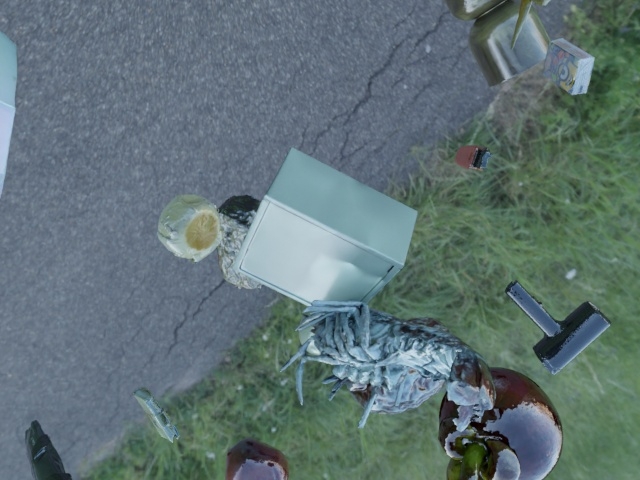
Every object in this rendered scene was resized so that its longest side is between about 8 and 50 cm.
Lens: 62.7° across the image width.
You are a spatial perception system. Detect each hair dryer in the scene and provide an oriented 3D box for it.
[{"bbox_3d":[0.581,0.196,1.351,0.251,0.089,0.197,42,109,2],"label":"hair dryer"}]

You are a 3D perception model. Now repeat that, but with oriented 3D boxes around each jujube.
[{"bbox_3d":[0.211,0.318,1.354,0.317,0.226,0.226,-10,137,-38],"label":"jujube"}]

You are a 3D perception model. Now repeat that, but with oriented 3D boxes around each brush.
[{"bbox_3d":[0.439,-0.247,1.552,0.051,0.323,0.070,10,100,1],"label":"brush"}]

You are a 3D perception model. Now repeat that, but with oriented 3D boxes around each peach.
[{"bbox_3d":[-0.154,0.533,1.212,0.152,0.152,0.152,-7,132,-8],"label":"peach"}]

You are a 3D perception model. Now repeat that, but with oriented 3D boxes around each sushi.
[{"bbox_3d":[-0.251,0.018,1.772,0.211,0.171,0.350,9,132,13],"label":"sushi"}]

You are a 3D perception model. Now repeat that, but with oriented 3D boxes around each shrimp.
[{"bbox_3d":[0.079,0.171,0.776,0.410,0.166,0.221,-8,120,47],"label":"shrimp"}]

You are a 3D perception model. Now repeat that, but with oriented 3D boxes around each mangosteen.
[{"bbox_3d":[0.297,0.348,0.917,0.257,0.215,0.215,-36,147,-42],"label":"mangosteen"}]

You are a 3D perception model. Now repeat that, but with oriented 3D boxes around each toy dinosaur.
[{"bbox_3d":[0.332,-0.403,0.841,0.039,0.126,0.162,18,126,-39],"label":"toy dinosaur"}]

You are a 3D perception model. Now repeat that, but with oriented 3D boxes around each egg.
[{"bbox_3d":[0.011,0.199,1.238,0.114,0.114,0.152,22,103,-29],"label":"egg"}]

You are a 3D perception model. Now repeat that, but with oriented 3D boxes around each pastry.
[{"bbox_3d":[-0.309,-0.032,1.262,0.166,0.088,0.166,-29,133,-37],"label":"pastry"}]

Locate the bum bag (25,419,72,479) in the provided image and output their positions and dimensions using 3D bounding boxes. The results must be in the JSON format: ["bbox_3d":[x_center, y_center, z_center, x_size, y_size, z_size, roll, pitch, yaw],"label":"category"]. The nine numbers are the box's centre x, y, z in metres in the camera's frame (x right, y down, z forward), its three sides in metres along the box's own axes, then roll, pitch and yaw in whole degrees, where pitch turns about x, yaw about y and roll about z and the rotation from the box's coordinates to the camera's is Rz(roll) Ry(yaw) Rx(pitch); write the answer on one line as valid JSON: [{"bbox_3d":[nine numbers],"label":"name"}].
[{"bbox_3d":[-0.432,0.368,0.840,0.049,0.198,0.087,-7,123,-43],"label":"bum bag"}]

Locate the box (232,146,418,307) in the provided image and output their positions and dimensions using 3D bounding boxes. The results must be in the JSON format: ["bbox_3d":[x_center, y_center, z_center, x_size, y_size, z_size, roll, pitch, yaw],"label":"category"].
[{"bbox_3d":[0.000,0.000,0.862,0.225,0.117,0.225,27,142,-6],"label":"box"}]

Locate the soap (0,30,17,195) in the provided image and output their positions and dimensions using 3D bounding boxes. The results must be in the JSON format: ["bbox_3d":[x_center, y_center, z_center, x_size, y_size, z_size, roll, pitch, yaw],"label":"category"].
[{"bbox_3d":[-0.435,-0.073,0.498,0.347,0.115,0.208,-38,139,21],"label":"soap"}]

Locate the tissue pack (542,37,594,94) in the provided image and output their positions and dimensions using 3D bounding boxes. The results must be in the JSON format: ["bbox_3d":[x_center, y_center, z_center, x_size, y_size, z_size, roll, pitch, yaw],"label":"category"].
[{"bbox_3d":[0.399,-0.281,0.851,0.035,0.083,0.063,-17,133,-7],"label":"tissue pack"}]

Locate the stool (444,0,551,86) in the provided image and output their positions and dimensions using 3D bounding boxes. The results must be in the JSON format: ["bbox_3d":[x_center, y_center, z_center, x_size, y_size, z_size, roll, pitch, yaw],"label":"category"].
[{"bbox_3d":[0.453,-0.551,1.336,0.179,0.179,0.264,-30,101,12],"label":"stool"}]

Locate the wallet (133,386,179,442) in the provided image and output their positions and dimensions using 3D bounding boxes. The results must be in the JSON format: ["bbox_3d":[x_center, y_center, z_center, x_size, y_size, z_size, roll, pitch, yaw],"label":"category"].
[{"bbox_3d":[-0.452,0.482,1.460,0.039,0.110,0.155,-37,109,-32],"label":"wallet"}]
